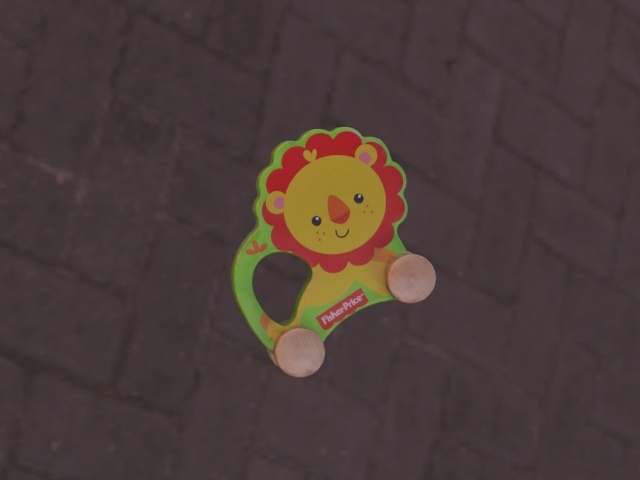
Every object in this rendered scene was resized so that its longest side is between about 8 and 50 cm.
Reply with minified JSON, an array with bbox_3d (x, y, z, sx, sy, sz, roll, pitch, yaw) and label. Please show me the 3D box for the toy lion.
[{"bbox_3d":[0.000,0.000,0.775,0.100,0.034,0.096,-34,98,-5],"label":"toy lion"}]
